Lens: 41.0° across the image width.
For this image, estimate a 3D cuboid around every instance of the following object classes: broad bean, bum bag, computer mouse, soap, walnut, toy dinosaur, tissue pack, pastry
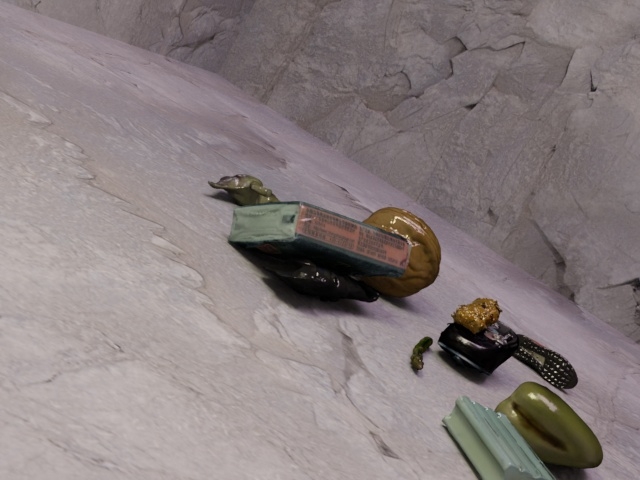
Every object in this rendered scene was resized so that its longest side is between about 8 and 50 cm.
[{"bbox_3d":[0.435,0.344,1.580,0.263,0.121,0.189,20,17,-45],"label":"broad bean"},{"bbox_3d":[0.003,0.083,1.719,0.137,0.074,0.310,20,-1,32],"label":"bum bag"},{"bbox_3d":[0.338,0.229,1.858,0.137,0.096,0.233,28,21,31],"label":"computer mouse"},{"bbox_3d":[0.285,0.340,1.382,0.115,0.063,0.198,27,13,-22],"label":"soap"},{"bbox_3d":[0.182,0.031,2.045,0.228,0.228,0.228,29,13,-7],"label":"walnut"},{"bbox_3d":[-0.160,-0.107,2.101,0.162,0.077,0.294,31,-2,22],"label":"toy dinosaur"},{"bbox_3d":[0.000,0.000,1.780,0.316,0.103,0.228,19,-12,-39],"label":"tissue pack"},{"bbox_3d":[0.337,0.159,1.823,0.080,0.056,0.140,19,21,35],"label":"pastry"}]

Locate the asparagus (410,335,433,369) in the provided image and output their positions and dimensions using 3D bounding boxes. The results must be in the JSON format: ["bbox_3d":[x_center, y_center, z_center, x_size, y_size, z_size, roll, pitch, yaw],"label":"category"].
[{"bbox_3d":[0.203,0.224,1.728,0.034,0.027,0.236,21,11,10],"label":"asparagus"}]

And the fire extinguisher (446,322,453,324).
[{"bbox_3d":[0.361,0.214,2.079,0.100,0.046,0.032,32,0,1],"label":"fire extinguisher"}]

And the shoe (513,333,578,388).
[{"bbox_3d":[0.563,0.301,2.148,0.194,0.074,0.077,34,8,27],"label":"shoe"}]
